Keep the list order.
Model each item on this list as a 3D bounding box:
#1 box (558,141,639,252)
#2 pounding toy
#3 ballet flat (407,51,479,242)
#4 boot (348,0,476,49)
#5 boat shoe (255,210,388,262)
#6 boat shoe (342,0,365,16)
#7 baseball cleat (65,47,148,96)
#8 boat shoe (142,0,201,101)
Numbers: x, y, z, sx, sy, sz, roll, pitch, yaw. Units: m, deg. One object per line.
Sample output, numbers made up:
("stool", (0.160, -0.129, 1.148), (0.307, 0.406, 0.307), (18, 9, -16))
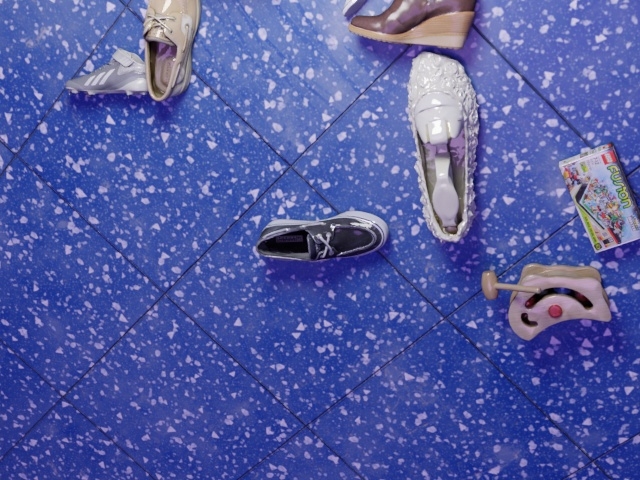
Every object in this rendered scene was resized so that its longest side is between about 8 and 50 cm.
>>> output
("box", (0.580, -0.086, 1.712), (0.114, 0.036, 0.207), (-22, 106, 23))
("pounding toy", (0.478, 0.145, 1.777), (0.270, 0.155, 0.154), (2, 109, 15))
("ballet flat", (0.258, -0.179, 1.710), (0.147, 0.147, 0.408), (-4, 111, 18))
("boot", (0.184, -0.488, 1.636), (0.248, 0.090, 0.206), (8, 103, 14))
("boat shoe", (0.000, 0.000, 1.879), (0.301, 0.102, 0.108), (1, 113, 16))
("boat shoe", (0.073, -0.496, 1.679), (0.100, 0.035, 0.035), (-49, 67, 31))
("baseball cleat", (-0.475, -0.376, 1.877), (0.206, 0.072, 0.109), (3, 100, 10))
("boat shoe", (-0.325, -0.446, 1.775), (0.109, 0.098, 0.302), (14, 116, 10))
